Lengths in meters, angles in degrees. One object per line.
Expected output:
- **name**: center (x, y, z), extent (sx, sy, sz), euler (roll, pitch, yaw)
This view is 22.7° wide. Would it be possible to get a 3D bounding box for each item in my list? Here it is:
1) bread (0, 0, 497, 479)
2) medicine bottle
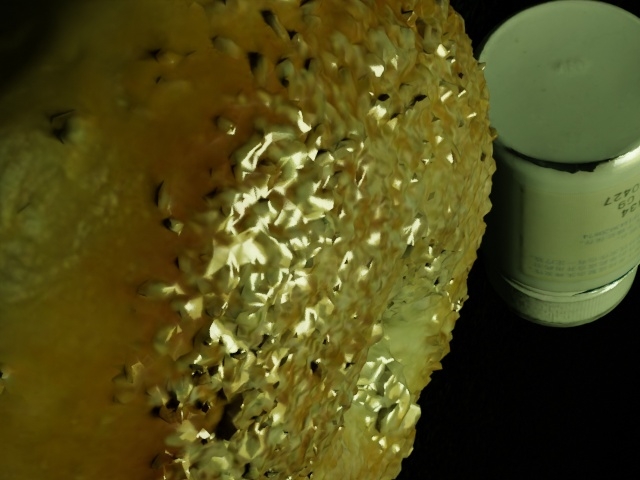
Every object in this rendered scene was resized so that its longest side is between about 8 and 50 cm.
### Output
- **bread**: center (-0.038, 0.017, 0.565), extent (0.305, 0.158, 0.305), euler (-55, 159, -34)
- **medicine bottle**: center (0.173, -0.044, 1.127), extent (0.143, 0.143, 0.258), euler (-59, 161, -22)
